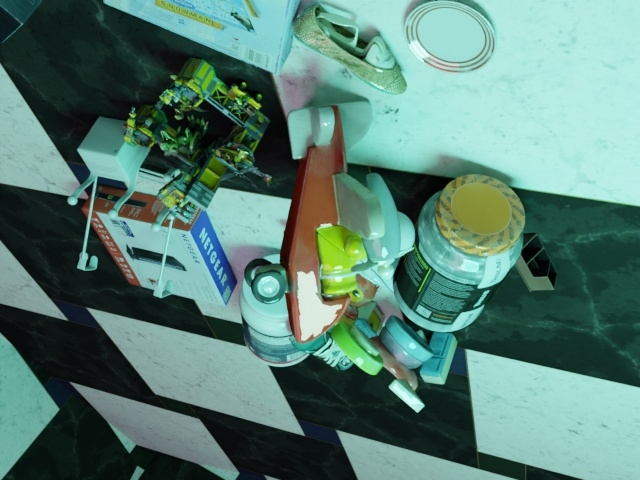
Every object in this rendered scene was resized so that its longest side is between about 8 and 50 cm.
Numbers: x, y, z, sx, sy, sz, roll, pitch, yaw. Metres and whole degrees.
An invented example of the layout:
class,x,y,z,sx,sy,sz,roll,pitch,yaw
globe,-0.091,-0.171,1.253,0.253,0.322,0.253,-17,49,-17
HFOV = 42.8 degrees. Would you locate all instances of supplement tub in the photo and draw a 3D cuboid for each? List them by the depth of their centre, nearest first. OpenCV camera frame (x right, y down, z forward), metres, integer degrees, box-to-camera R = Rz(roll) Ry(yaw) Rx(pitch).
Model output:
class,x,y,z,sx,sy,sz,roll,pitch,yaw
supplement tub,0.255,0.026,1.516,0.194,0.193,0.316,21,150,4
supplement tub,-0.098,0.173,1.984,0.191,0.191,0.272,18,149,10

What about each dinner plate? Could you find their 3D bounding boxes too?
class,x,y,z,sx,sy,sz,roll,pitch,yaw
dinner plate,0.194,-0.304,1.217,0.141,0.017,0.141,18,149,11

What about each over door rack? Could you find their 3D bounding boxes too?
class,x,y,z,sx,sy,sz,roll,pitch,yaw
over door rack,-0.446,-0.033,1.846,0.240,0.108,0.324,18,116,17

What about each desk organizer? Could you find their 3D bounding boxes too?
class,x,y,z,sx,sy,sz,roll,pitch,yaw
desk organizer,0.412,0.043,1.579,0.050,0.047,0.130,-5,139,35

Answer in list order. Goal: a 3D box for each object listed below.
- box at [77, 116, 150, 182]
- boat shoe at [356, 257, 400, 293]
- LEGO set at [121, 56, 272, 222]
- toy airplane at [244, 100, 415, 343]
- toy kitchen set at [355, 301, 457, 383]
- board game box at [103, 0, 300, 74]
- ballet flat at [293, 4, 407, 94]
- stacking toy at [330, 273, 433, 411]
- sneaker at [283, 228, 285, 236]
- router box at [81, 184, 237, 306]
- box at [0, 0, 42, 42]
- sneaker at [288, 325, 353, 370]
class,x,y,z,sx,sy,sz,roll,pitch,yaw
box,-0.438,-0.194,1.733,0.101,0.101,0.087,12,150,19
boat shoe,0.128,0.049,1.753,0.258,0.095,0.084,43,150,-11
LEGO set,-0.258,-0.171,1.558,0.255,0.192,0.331,41,145,-27
toy airplane,0.040,-0.055,1.425,0.273,0.386,0.384,13,140,-12
toy kitchen set,0.194,0.242,1.959,0.207,0.122,0.166,1,143,32
board game box,-0.178,-0.430,1.226,0.319,0.065,0.318,23,150,1
ballet flat,0.056,-0.299,1.273,0.206,0.073,0.067,26,135,-11
stacking toy,0.143,0.199,1.766,0.309,0.130,0.279,40,-172,-18
sneaker,0.000,0.000,1.793,0.161,0.057,0.075,27,139,-8
router box,-0.395,0.016,2.048,0.301,0.082,0.335,11,147,20
box,-0.532,-0.447,1.349,0.093,0.158,0.156,-14,134,47
sneaker,0.033,0.239,1.899,0.121,0.108,0.302,53,-164,18
